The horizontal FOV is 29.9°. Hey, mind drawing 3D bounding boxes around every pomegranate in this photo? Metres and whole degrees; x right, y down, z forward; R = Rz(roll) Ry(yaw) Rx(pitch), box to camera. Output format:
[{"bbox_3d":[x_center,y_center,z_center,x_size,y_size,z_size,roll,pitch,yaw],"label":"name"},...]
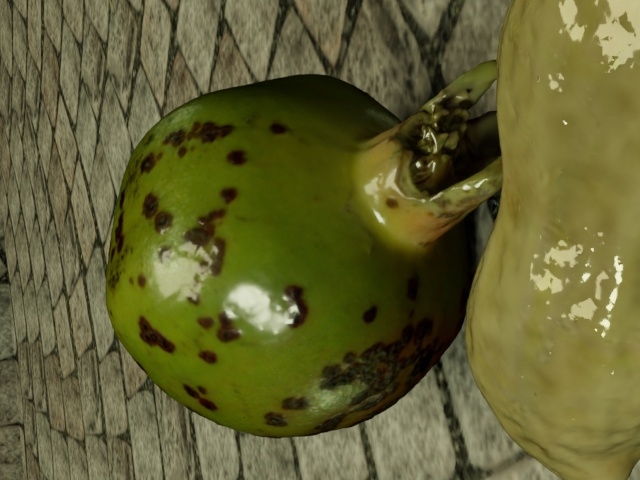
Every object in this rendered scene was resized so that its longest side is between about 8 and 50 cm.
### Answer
[{"bbox_3d":[0.003,-0.011,0.626,0.246,0.198,0.198,-46,42,14],"label":"pomegranate"}]

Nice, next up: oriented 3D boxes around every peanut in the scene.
[{"bbox_3d":[0.112,-0.020,0.429,0.123,0.123,0.257,-120,29,-45],"label":"peanut"}]
